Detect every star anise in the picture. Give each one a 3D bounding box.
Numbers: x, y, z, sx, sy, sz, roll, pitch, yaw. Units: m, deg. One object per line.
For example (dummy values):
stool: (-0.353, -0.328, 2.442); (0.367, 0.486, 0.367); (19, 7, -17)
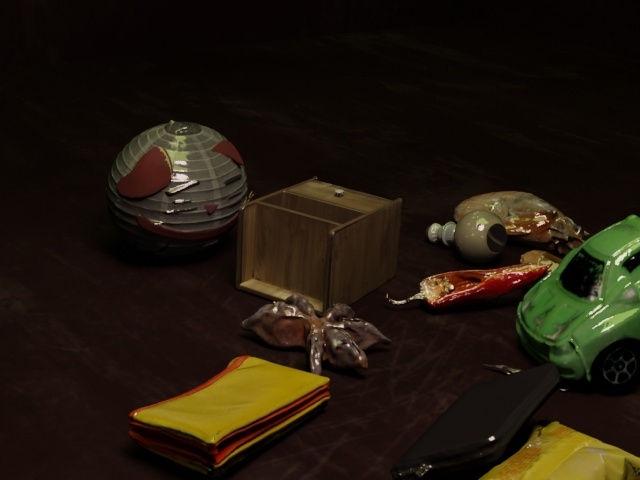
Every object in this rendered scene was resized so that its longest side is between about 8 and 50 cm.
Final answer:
star anise: (0.003, 0.125, 1.566); (0.172, 0.063, 0.208); (-9, 25, -33)

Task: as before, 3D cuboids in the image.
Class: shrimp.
shrimp: (0.360, -0.027, 2.011); (0.168, 0.077, 0.317); (-17, 24, -22)

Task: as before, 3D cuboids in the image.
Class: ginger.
ginger: (0.402, 0.066, 1.766); (0.190, 0.069, 0.095); (16, 48, 20)

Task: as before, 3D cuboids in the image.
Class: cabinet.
cabinet: (0.000, 0.000, 1.766); (0.175, 0.148, 0.215); (17, 24, 29)

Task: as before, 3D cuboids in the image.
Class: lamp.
lamp: (-0.237, -0.088, 1.844); (0.233, 0.233, 0.265); (20, 32, 36)
lamp: (0.245, -0.008, 1.935); (0.091, 0.091, 0.163); (-15, 11, -39)

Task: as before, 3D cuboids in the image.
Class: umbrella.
umbrella: (0.283, 0.184, 1.531); (0.122, 0.013, 0.022); (15, 46, 24)

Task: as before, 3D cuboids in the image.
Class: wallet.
wallet: (0.190, 0.217, 1.316); (0.149, 0.044, 0.250); (-24, 3, 32)
wallet: (-0.108, 0.209, 1.348); (0.141, 0.067, 0.241); (12, 18, 31)

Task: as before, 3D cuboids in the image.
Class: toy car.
toy car: (0.447, 0.053, 1.565); (0.359, 0.176, 0.213); (-25, 25, -7)

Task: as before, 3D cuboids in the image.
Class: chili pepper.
chili pepper: (0.232, 0.073, 1.727); (0.268, 0.050, 0.059); (-12, 42, -9)

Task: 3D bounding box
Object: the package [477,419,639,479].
package: (0.256, 0.268, 1.208); (0.168, 0.090, 0.226); (16, 25, 37)
